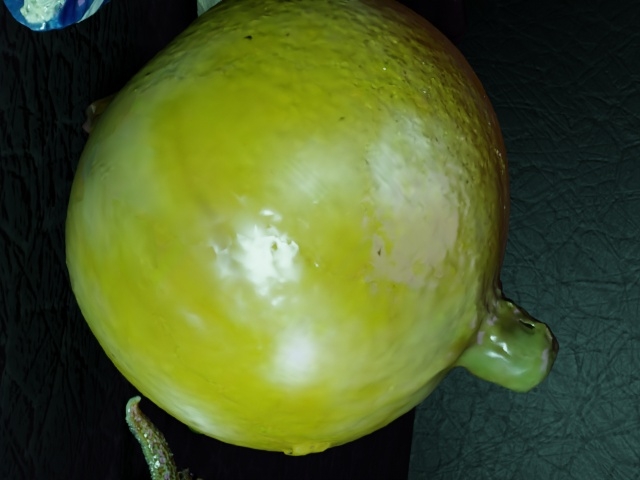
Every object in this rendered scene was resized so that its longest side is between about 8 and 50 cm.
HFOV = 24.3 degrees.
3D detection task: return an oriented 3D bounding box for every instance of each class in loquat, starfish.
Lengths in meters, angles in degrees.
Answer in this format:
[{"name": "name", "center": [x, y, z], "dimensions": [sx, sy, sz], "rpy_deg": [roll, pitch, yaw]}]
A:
[{"name": "loquat", "center": [0.000, 0.000, 1.024], "dimensions": [0.328, 0.359, 0.328], "rpy_deg": [-55, 170, -15]}, {"name": "starfish", "center": [-0.144, 0.236, 1.203], "dimensions": [0.208, 0.053, 0.176], "rpy_deg": [64, 43, -58]}]

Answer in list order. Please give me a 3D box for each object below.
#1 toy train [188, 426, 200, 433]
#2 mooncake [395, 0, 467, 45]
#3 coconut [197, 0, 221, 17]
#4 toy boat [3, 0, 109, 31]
[{"name": "toy train", "center": [-0.059, 0.082, 1.312], "dimensions": [0.307, 0.126, 0.189], "rpy_deg": [65, 33, -69]}, {"name": "mooncake", "center": [0.104, -0.372, 1.831], "dimensions": [0.283, 0.141, 0.283], "rpy_deg": [-3, 90, -82]}, {"name": "coconut", "center": [-0.017, -0.209, 1.287], "dimensions": [0.183, 0.171, 0.171], "rpy_deg": [-58, 152, -60]}, {"name": "toy boat", "center": [-0.162, -0.193, 0.657], "dimensions": [0.291, 0.070, 0.210], "rpy_deg": [-31, 104, -68]}]
